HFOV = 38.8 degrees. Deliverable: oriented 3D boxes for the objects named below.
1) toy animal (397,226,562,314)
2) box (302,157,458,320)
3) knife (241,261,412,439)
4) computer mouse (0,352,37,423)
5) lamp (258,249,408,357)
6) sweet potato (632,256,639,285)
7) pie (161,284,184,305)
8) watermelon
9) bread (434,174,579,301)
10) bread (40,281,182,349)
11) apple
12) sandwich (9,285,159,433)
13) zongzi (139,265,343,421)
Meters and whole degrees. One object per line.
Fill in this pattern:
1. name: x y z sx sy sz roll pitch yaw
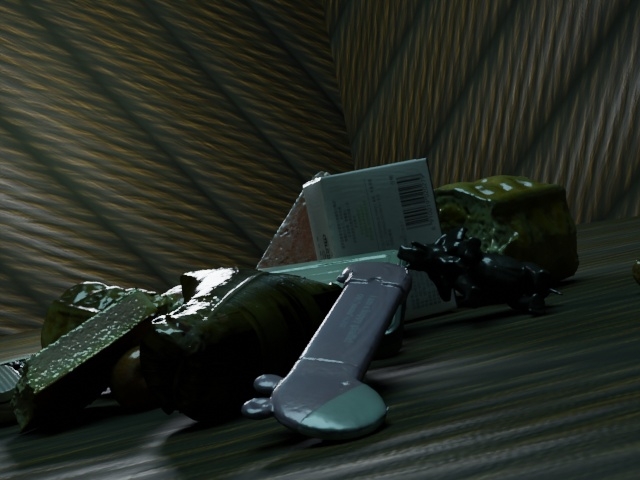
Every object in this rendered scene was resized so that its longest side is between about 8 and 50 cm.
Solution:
1. toy animal: 0.226 0.053 1.327 0.245 0.114 0.146 27 5 -4
2. box: 0.097 0.009 1.499 0.194 0.260 0.111 -11 2 -18
3. knife: 0.034 0.102 0.954 0.132 0.038 0.398 7 22 13
4. computer mouse: -0.444 0.209 1.311 0.145 0.082 0.236 -11 0 -32
5. lamp: -0.010 0.097 1.299 0.266 0.047 0.269 -9 21 12
6. sweet potato: 0.586 -0.002 1.405 0.109 0.109 0.385 -10 2 38
7. pie: -0.158 0.115 1.462 0.248 0.090 0.201 -12 34 -27
8. watermelon: -0.003 0.035 1.900 0.283 0.292 0.250 -7 26 16
9. bread: 0.317 -0.008 1.588 0.252 0.196 0.238 -4 18 -35
10. bread: -0.318 0.139 1.361 0.268 0.130 0.152 5 43 46
11. apple: -0.226 0.171 1.143 0.084 0.084 0.071 -12 -1 -31
12. sandwich: -0.307 0.152 1.132 0.193 0.058 0.162 -50 -15 22
13. zongzi: -0.150 0.100 1.098 0.288 0.134 0.286 18 18 35
